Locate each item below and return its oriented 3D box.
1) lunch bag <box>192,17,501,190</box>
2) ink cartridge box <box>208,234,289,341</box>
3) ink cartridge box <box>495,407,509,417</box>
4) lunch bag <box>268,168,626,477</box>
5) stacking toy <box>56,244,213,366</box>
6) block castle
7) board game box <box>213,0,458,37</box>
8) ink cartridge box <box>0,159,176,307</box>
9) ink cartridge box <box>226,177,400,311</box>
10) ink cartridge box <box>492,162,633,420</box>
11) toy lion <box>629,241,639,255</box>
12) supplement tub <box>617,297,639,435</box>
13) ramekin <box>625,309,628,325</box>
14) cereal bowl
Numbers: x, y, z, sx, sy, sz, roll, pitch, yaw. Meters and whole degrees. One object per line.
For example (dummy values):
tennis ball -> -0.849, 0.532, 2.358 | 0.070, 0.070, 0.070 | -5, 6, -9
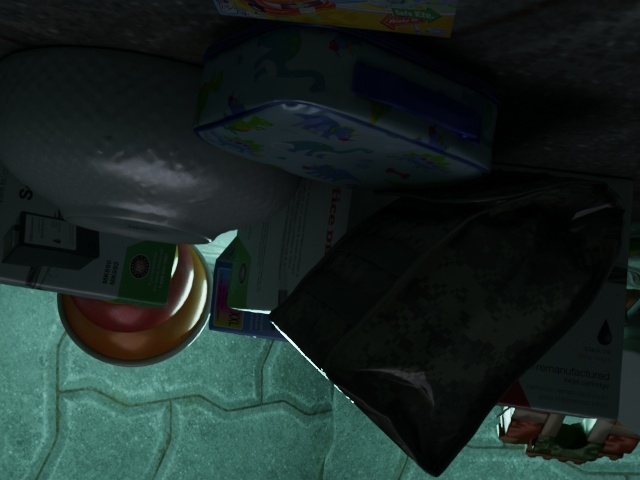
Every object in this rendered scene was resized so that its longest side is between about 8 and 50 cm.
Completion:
lunch bag -> 0.025, -0.102, 0.615 | 0.218, 0.090, 0.176 | 13, 172, -34
ink cartridge box -> 0.003, 0.097, 1.534 | 0.395, 0.151, 0.270 | 7, -164, 5
ink cartridge box -> 0.267, 0.171, 1.042 | 0.089, 0.143, 0.092 | 5, 172, 19
lunch bag -> 0.113, 0.033, 0.719 | 0.169, 0.287, 0.235 | 46, 174, -15
stacking toy -> -0.394, 0.034, 1.586 | 0.350, 0.351, 0.480 | 9, 153, -4
block castle -> 0.430, 0.227, 1.354 | 0.452, 0.303, 0.213 | 9, 131, 4
board game box -> 0.006, -0.160, 0.452 | 0.154, 0.026, 0.103 | 7, 172, 6
ink cartridge box -> -0.343, -0.034, 1.032 | 0.289, 0.211, 0.121 | 11, 172, -24
ink cartridge box -> 0.000, 0.000, 0.979 | 0.114, 0.199, 0.272 | 13, 171, -32
ink cartridge box -> 0.241, 0.057, 0.894 | 0.196, 0.273, 0.114 | 7, 169, 5
toy lion -> 0.479, 0.015, 1.242 | 0.096, 0.034, 0.100 | 0, 172, 5
supplement tub -> 0.546, 0.150, 1.134 | 0.272, 0.191, 0.191 | -36, -164, -28
ramekin -> 0.286, 0.032, 1.107 | 0.303, 0.148, 0.303 | 8, 172, 1
cereal bowl -> -0.183, -0.078, 0.828 | 0.338, 0.141, 0.339 | 7, 172, 1
